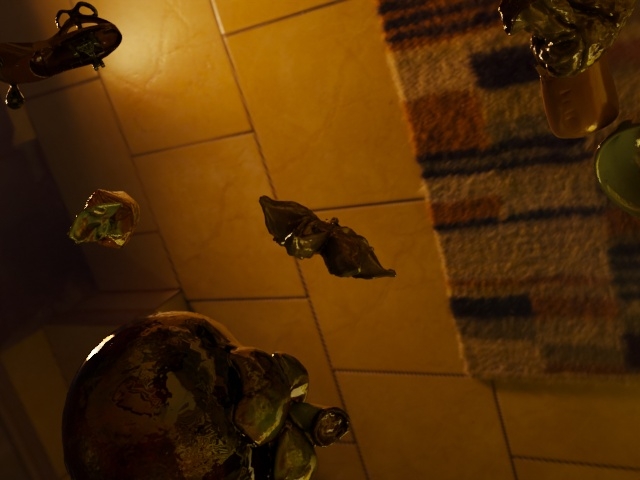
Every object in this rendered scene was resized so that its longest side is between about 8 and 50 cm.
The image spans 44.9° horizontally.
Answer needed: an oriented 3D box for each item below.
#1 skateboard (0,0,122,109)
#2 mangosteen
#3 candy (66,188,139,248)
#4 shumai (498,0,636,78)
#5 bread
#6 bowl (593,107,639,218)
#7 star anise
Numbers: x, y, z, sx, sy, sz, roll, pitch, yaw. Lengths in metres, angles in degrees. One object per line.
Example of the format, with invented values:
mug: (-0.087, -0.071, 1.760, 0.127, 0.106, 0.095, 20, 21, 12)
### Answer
skateboard: (-0.297, -0.214, 0.859, 0.067, 0.151, 0.080, 82, 163, -59)
mangosteen: (-0.157, 0.227, 0.937, 0.311, 0.311, 0.311, 16, 122, 27)
candy: (-0.190, -0.018, 0.708, 0.046, 0.182, 0.053, 19, 91, -6)
shumai: (0.415, -0.397, 1.279, 0.218, 0.185, 0.184, -44, 60, 23)
bread: (0.484, -0.275, 1.453, 0.134, 0.085, 0.173, -17, 111, 18)
bowl: (0.680, -0.165, 1.463, 0.289, 0.146, 0.289, 24, 152, 14)
star anise: (0.013, 0.009, 1.067, 0.171, 0.208, 0.063, 38, 103, 32)
